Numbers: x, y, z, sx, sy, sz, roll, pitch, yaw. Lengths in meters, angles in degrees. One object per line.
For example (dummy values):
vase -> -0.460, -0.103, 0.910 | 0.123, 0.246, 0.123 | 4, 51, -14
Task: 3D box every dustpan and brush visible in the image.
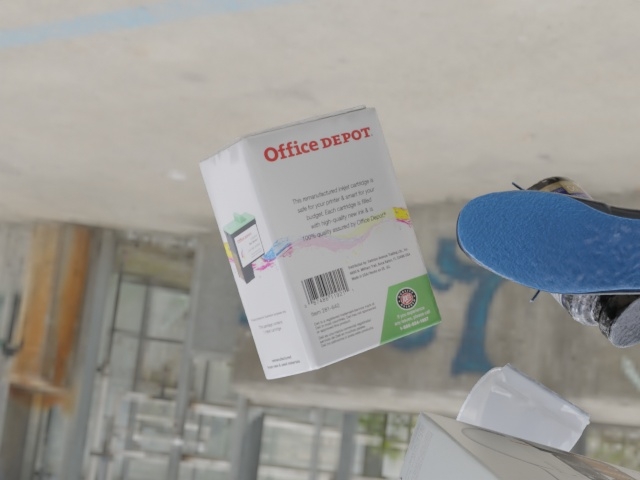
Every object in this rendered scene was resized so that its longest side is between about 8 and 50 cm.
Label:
dustpan and brush -> 0.184, 0.246, 1.457 | 0.147, 0.211, 0.060 | 32, 178, -26

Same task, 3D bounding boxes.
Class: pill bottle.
pill bottle -> 0.334, 0.028, 1.654 | 0.122, 0.123, 0.219 | 18, -155, -45

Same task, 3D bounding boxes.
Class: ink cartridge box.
ink cartridge box -> 0.000, 0.000, 1.577 | 0.201, 0.278, 0.117 | -17, 179, -35

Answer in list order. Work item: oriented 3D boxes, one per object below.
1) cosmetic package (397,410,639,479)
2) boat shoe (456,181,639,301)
cosmetic package -> 0.284, 0.271, 1.182 | 0.377, 0.098, 0.284 | 17, -176, -13
boat shoe -> 0.250, 0.014, 1.220 | 0.258, 0.109, 0.089 | 13, 180, 2
